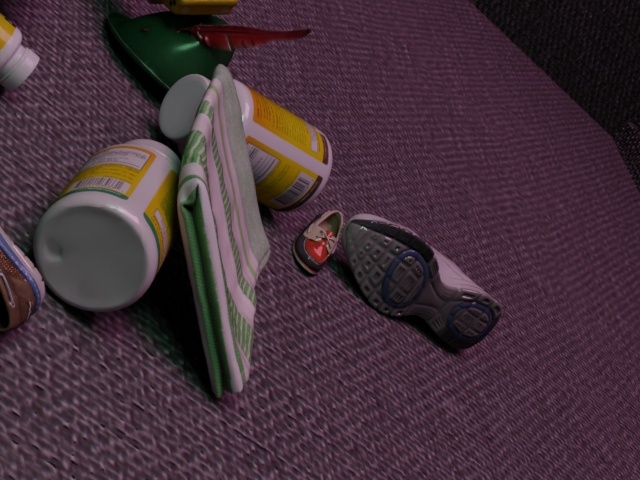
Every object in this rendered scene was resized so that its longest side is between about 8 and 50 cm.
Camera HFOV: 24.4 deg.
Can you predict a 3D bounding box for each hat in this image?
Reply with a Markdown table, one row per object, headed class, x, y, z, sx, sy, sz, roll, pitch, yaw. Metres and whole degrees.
| class | x | y | z | sx | sy | sz | roll | pitch | yaw |
| --- | --- | --- | --- | --- | --- | --- | --- | --- | --- |
| hat | -0.132 | -0.274 | 1.843 | 0.208 | 0.183 | 0.173 | 44 | 15 | -1 |

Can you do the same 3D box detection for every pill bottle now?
| class | x | y | z | sx | sy | sz | roll | pitch | yaw |
| --- | --- | --- | --- | --- | --- | --- | --- | --- | --- |
| pill bottle | -0.092 | -0.121 | 1.790 | 0.215 | 0.117 | 0.117 | 28 | 30 | -45 |
| pill bottle | -0.344 | -0.206 | 1.498 | 0.116 | 0.065 | 0.065 | 42 | 22 | -23 |
| pill bottle | -0.193 | -0.024 | 1.425 | 0.117 | 0.117 | 0.208 | 45 | 21 | -12 |

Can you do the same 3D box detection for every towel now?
| class | x | y | z | sx | sy | sz | roll | pitch | yaw |
| --- | --- | --- | --- | --- | --- | --- | --- | --- | --- |
| towel | -0.097 | -0.017 | 1.546 | 0.325 | 0.038 | 0.248 | -81 | 163 | -65 |

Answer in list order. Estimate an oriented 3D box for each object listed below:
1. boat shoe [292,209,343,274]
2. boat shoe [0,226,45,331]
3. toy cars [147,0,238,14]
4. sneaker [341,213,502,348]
| class | x | y | z | sx | sy | sz | roll | pitch | yaw |
| --- | --- | --- | --- | --- | --- | --- | --- | --- | --- |
| boat shoe | 0.000 | 0.000 | 1.877 | 0.049 | 0.043 | 0.137 | 49 | 22 | -9 |
| boat shoe | -0.304 | 0.000 | 1.231 | 0.183 | 0.066 | 0.066 | 45 | 23 | -12 |
| toy cars | -0.268 | -0.386 | 1.850 | 0.393 | 0.087 | 0.176 | 32 | 41 | 3 |
| sneaker | 0.119 | 0.044 | 1.995 | 0.297 | 0.111 | 0.129 | 38 | 9 | -41 |
